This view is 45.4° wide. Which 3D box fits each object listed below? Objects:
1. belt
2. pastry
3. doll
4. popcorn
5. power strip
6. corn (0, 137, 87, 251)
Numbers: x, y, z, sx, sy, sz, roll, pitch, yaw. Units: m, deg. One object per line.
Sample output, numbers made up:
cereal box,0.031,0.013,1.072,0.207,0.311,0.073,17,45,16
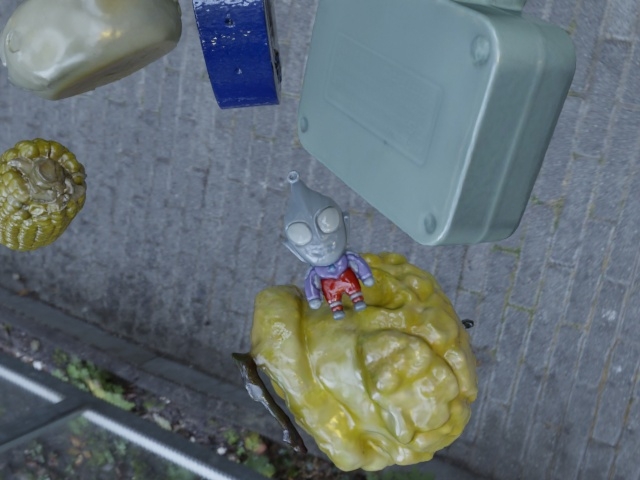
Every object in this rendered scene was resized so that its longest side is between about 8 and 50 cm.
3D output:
belt,-0.135,-0.362,1.245,0.117,0.347,0.212,-5,60,1
pastry,-0.320,-0.292,1.082,0.265,0.265,0.133,-25,99,27
doll,0.000,0.000,1.054,0.102,0.075,0.227,-21,71,1
popcorn,0.050,0.186,1.165,0.349,0.382,0.348,14,107,59
power strip,0.067,-0.153,0.564,0.229,0.141,0.260,46,130,48
corn,-0.385,-0.049,1.025,0.322,0.119,0.119,-31,81,61
